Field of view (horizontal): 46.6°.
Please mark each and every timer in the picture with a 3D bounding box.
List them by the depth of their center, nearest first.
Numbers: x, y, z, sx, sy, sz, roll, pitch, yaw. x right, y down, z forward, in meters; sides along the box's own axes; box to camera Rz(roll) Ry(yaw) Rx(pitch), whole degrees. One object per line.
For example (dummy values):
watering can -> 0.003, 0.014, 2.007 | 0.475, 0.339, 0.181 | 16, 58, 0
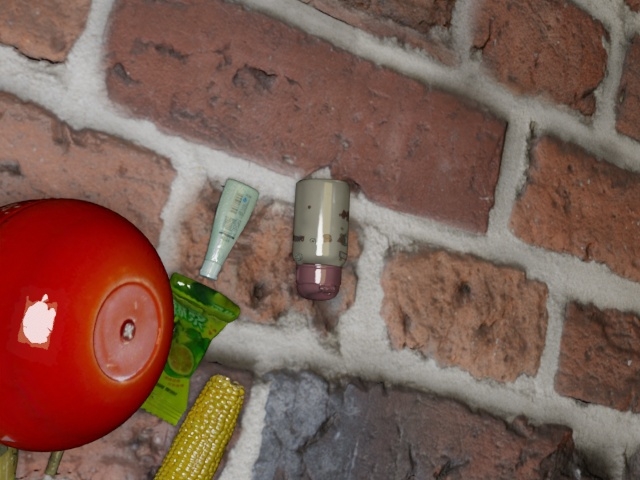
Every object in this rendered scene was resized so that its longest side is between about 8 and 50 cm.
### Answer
timer -> -0.393, 0.124, 1.121 | 0.378, 0.279, 0.378 | -6, 96, -61

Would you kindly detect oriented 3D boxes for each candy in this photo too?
candy -> -0.260, 0.194, 1.342 | 0.149, 0.069, 0.246 | 34, 70, -26

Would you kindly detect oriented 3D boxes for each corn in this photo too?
corn -> -0.229, 0.391, 1.338 | 0.101, 0.101, 0.310 | 31, 74, -22

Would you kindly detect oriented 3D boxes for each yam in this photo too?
yam -> -0.444, 0.346, 1.276 | 0.021, 0.021, 0.116 | 22, 81, -24

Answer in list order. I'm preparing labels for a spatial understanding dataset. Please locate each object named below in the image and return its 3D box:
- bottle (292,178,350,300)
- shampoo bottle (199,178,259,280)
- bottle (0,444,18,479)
bottle -> 0.000, 0.000, 1.449 | 0.110, 0.110, 0.233 | 3, 88, -26
shampoo bottle -> -0.177, -0.017, 1.400 | 0.069, 0.041, 0.191 | 25, 78, -29
bottle -> -0.528, 0.363, 1.200 | 0.083, 0.083, 0.270 | -8, 91, -26
